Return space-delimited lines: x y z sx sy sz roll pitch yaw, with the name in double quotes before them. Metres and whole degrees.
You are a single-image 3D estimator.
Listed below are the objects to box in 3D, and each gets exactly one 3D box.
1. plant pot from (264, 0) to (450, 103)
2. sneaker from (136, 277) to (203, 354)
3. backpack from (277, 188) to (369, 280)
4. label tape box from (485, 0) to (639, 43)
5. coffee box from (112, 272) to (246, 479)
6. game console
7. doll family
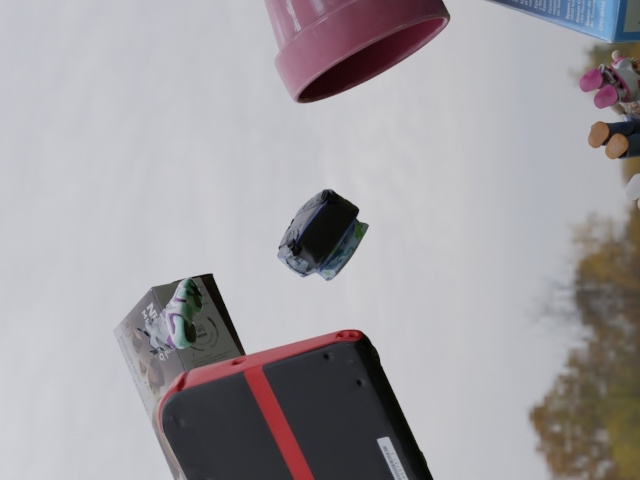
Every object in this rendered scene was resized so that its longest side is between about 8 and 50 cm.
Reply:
"plant pot" 0.017 -0.278 1.880 0.180 0.201 0.201 61 -168 6
"sneaker" -0.164 0.082 1.777 0.038 0.069 0.098 57 -156 -30
"backpack" 0.000 0.000 2.076 0.105 0.084 0.114 -56 11 -16
"label tape box" 0.259 -0.376 1.828 0.347 0.115 0.249 33 124 54
"coffee box" -0.192 0.224 2.591 0.118 0.168 0.297 -12 -110 -35
"game console" -0.010 0.318 2.169 0.387 0.342 0.060 65 -152 -13
"doll family" 0.410 -0.107 2.043 0.163 0.118 0.263 -8 -127 -47
